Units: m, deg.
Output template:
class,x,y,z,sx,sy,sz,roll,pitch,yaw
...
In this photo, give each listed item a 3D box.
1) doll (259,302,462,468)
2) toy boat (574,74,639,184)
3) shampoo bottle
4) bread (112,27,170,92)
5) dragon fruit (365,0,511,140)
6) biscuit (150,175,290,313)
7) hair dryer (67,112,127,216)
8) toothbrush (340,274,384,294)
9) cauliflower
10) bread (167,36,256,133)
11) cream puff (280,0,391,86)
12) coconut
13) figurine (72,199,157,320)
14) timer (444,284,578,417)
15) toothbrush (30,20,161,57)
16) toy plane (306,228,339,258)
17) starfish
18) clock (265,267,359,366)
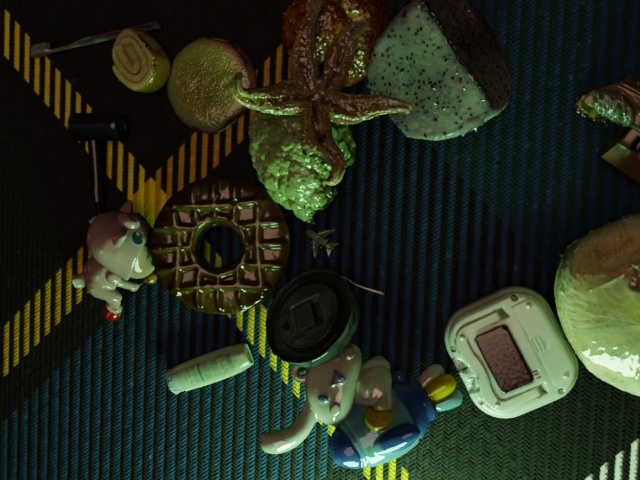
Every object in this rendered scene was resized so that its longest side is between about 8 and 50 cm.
class,x,y,z,sx,sy,sz,roll,pitch,yaw
doll,0.101,0.352,1.292,0.365,0.187,0.376,27,96,8
toy boat,0.710,-0.165,1.188,0.445,0.136,0.162,35,103,7
shampoo bottle,-0.267,0.306,1.430,0.212,0.049,0.072,-19,92,10
bread,-0.432,-0.422,1.410,0.122,0.073,0.149,-44,78,20
dragon fruit,0.244,-0.352,1.242,0.221,0.204,0.283,-32,97,40
biscuit,-0.225,0.012,1.369,0.331,0.103,0.332,0,92,4
hair dryer,-0.535,-0.186,1.462,0.128,0.070,0.256,-1,99,10
toothbrush,0.086,0.101,1.374,0.131,0.011,0.013,19,83,10
cauliflower,-0.021,-0.193,1.292,0.250,0.275,0.272,-17,62,-23
bread,-0.260,-0.369,1.409,0.228,0.033,0.229,0,92,10
cream puff,0.035,-0.449,1.270,0.239,0.164,0.240,1,113,1
coconut,0.616,0.112,1.099,0.346,0.360,0.347,1,94,11
figurine,-0.484,0.047,1.428,0.186,0.176,0.287,18,117,-31
timer,0.408,0.242,1.280,0.237,0.087,0.262,-28,87,11
toothbrush,-0.558,-0.499,1.465,0.353,0.024,0.029,-8,82,12
toy plane,0.000,0.000,1.375,0.083,0.033,0.080,36,87,8
starfish,-0.007,-0.284,1.138,0.326,0.094,0.375,-13,79,-14
clock,-0.018,0.170,1.316,0.226,0.049,0.226,-20,52,27
